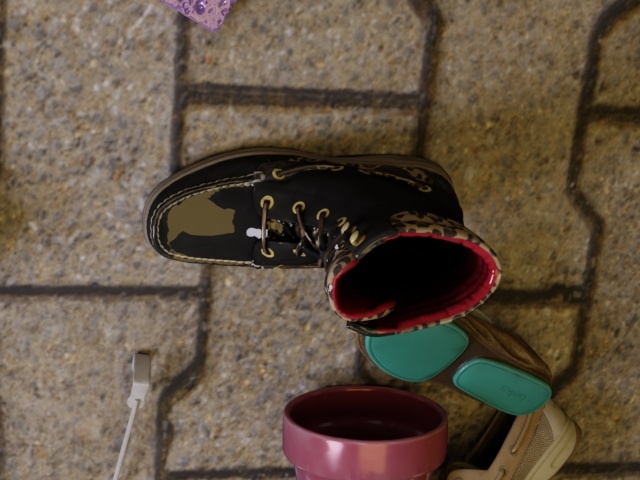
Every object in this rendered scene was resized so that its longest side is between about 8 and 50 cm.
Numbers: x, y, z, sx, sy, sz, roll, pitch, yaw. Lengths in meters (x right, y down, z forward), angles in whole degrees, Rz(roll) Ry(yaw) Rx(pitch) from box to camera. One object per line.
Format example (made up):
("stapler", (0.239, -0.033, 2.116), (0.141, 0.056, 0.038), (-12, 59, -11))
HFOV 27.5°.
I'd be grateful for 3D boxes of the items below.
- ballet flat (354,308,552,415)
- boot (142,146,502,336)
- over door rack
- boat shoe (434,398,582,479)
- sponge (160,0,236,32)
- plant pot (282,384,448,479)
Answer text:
("ballet flat", (0.152, 0.114, 1.583), (0.342, 0.124, 0.116), (23, 123, -38))
("boot", (0.000, 0.000, 1.446), (0.377, 0.284, 0.138), (-1, 110, -11))
("over door rack", (-0.351, 0.286, 1.578), (0.239, 0.108, 0.324), (9, 108, -16))
("boat shoe", (0.191, 0.330, 1.675), (0.110, 0.121, 0.341), (46, 69, -10))
("sponge", (-0.174, -0.327, 1.425), (0.210, 0.031, 0.117), (28, 102, -19))
("plant pot", (0.053, 0.294, 1.605), (0.201, 0.201, 0.180), (-2, 104, -11))
